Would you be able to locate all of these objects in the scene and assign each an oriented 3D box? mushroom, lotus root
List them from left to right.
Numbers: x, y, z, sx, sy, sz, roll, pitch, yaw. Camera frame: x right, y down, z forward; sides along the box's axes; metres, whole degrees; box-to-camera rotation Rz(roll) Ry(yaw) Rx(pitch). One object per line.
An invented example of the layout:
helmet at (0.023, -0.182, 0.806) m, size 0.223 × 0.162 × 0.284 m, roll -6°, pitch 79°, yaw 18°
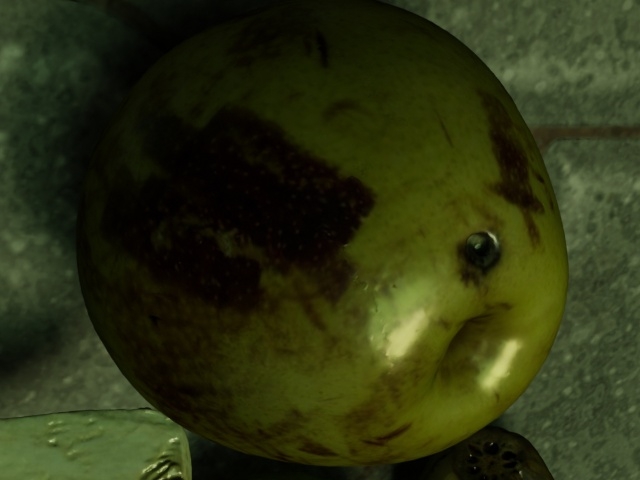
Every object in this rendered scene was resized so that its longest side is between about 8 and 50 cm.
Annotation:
mushroom at (-0.246, 0.147, 0.800) m, size 0.333 × 0.087 × 0.107 m, roll -10°, pitch 157°, yaw 5°
lotus root at (0.134, 0.252, 1.114) m, size 0.124 × 0.123 × 0.241 m, roll -31°, pitch 135°, yaw -30°

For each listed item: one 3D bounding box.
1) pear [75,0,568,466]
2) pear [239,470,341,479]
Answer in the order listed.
pear at (0.000, 0.000, 0.783) m, size 0.283 × 0.283 × 0.284 m, roll -14°, pitch 126°, yaw -21°
pear at (-0.008, 0.320, 0.973) m, size 0.238 × 0.342 × 0.318 m, roll -16°, pitch 103°, yaw -11°
